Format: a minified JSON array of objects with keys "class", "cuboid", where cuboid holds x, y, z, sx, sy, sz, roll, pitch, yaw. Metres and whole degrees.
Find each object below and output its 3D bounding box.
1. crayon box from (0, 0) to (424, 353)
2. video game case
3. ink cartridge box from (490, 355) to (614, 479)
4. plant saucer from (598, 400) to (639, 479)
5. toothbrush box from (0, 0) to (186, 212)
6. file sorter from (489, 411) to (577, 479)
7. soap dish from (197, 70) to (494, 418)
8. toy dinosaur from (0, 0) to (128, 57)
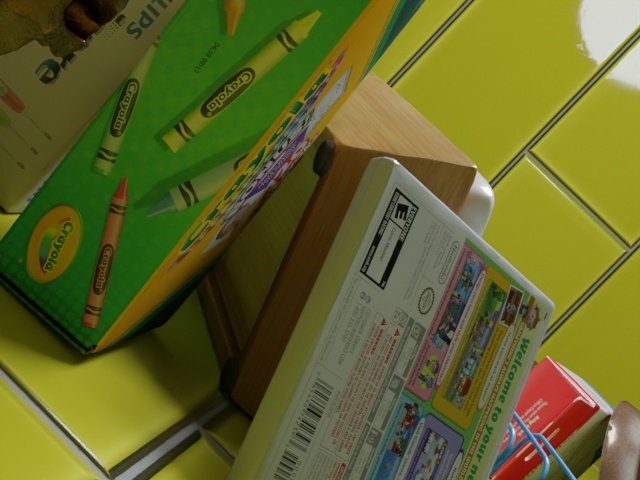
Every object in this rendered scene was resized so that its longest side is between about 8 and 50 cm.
[{"class":"crayon box","cuboid":[-0.056,-0.071,0.766,0.081,0.278,0.165,40,7,4]},{"class":"video game case","cuboid":[0.050,0.089,0.788,0.023,0.212,0.193,7,-23,46]},{"class":"ink cartridge box","cuboid":[0.241,0.206,1.428,0.078,0.134,0.231,48,8,28]},{"class":"plant saucer","cuboid":[0.340,0.275,1.434,0.036,0.199,0.198,2,-14,26]},{"class":"toothbrush box","cuboid":[-0.142,-0.130,0.941,0.122,0.206,0.283,45,7,4]},{"class":"file sorter","cuboid":[0.099,0.161,1.009,0.170,0.104,0.118,41,8,-23]},{"class":"soap dish","cuboid":[0.000,0.000,0.962,0.118,0.229,0.291,20,14,-18]},{"class":"toy dinosaur","cuboid":[-0.222,-0.164,0.701,0.295,0.200,0.127,45,7,10]}]
